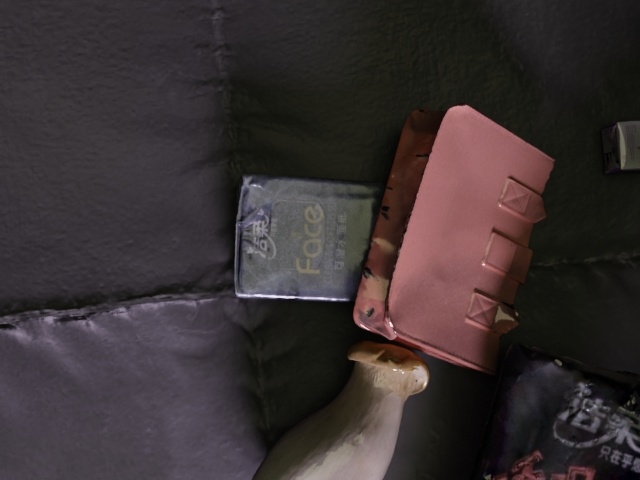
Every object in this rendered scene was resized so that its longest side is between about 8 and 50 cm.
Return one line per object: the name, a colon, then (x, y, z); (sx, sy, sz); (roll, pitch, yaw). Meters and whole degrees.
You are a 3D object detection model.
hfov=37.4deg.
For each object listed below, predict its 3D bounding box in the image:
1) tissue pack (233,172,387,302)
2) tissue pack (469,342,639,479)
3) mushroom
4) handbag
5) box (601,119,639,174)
tissue pack: (0.000, 0.000, 0.861); (0.156, 0.051, 0.112); (3, 88, -8)
tissue pack: (0.233, 0.271, 0.802); (0.245, 0.123, 0.332); (17, 87, 24)
mushroom: (0.014, 0.180, 0.832); (0.097, 0.088, 0.212); (36, 84, -9)
handbag: (0.124, -0.001, 0.847); (0.157, 0.059, 0.212); (23, 78, -31)
box: (0.334, -0.092, 0.916); (0.117, 0.036, 0.050); (-6, 88, -8)
